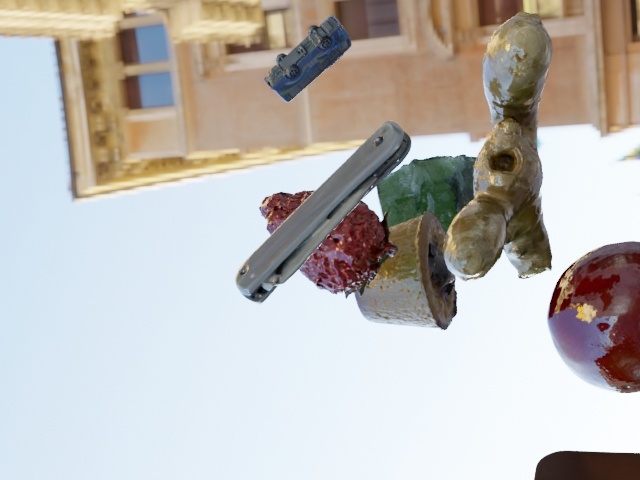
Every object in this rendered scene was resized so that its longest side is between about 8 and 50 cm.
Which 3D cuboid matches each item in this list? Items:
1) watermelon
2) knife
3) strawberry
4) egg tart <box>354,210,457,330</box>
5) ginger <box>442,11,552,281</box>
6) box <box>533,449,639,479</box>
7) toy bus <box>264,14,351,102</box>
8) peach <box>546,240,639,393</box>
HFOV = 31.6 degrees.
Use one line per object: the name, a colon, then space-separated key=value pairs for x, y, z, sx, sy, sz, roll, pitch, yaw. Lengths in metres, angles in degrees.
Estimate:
watermelon: x=0.262 y=-0.022 z=2.377 sx=0.302 sy=0.264 sz=0.151 roll=82 pitch=177 yaw=-47
knife: x=0.005 y=-0.028 z=1.293 sx=0.040 sy=0.265 sz=0.073 roll=41 pitch=-173 yaw=-26
strawberry: x=0.003 y=-0.014 z=1.822 sx=0.228 sy=0.174 sz=0.098 roll=41 pitch=-153 yaw=5
egg tart: x=0.156 y=0.058 z=2.007 sx=0.215 sy=0.171 sz=0.215 roll=-7 pitch=-90 yaw=-69
ginger: x=0.263 y=-0.109 z=1.579 sx=0.348 sy=0.122 sz=0.362 roll=23 pitch=-109 yaw=-72
box: x=0.418 y=0.490 z=1.592 sx=0.339 sy=0.240 sz=0.229 roll=-59 pitch=-36 yaw=-60
toy bus: x=-0.019 y=-0.292 z=1.815 sx=0.061 sy=0.153 sz=0.051 roll=44 pitch=-173 yaw=-42
peach: x=0.472 y=0.118 z=1.747 sx=0.200 sy=0.244 sz=0.243 roll=6 pitch=-97 yaw=-49
